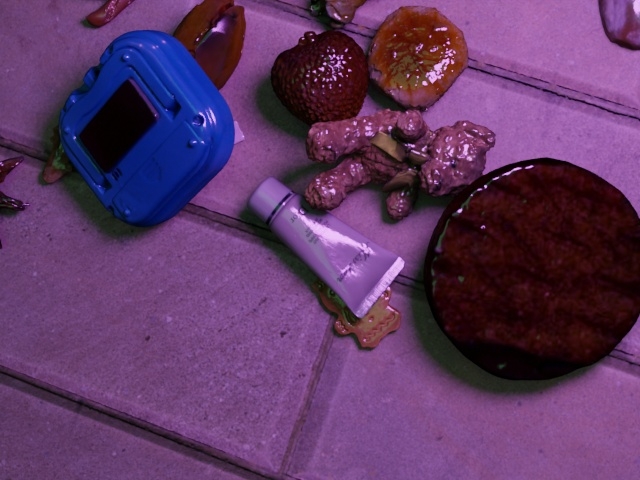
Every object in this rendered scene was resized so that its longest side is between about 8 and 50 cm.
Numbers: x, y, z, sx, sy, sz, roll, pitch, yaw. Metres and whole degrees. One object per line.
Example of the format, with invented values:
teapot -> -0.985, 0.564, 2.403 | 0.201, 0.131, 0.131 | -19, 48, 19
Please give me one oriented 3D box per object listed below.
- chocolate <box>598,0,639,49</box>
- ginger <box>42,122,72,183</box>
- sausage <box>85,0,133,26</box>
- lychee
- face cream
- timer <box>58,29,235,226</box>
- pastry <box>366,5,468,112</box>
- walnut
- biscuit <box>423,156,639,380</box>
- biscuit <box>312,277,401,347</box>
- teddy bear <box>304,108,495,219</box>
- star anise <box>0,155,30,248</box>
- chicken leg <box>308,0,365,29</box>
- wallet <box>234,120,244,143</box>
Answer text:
chocolate -> 0.603, -0.491, 1.415 | 0.157, 0.080, 0.254 | -10, 86, 6
ginger -> -0.531, -0.179, 1.555 | 0.057, 0.044, 0.137 | 16, 96, -22
sausage -> -0.413, -0.492, 1.557 | 0.158, 0.036, 0.042 | -39, 72, 3
lychee -> 0.007, -0.305, 1.429 | 0.194, 0.194, 0.194 | 0, 87, 7
face cream -> 0.000, 0.000, 1.461 | 0.314, 0.089, 0.143 | 39, 78, 4
timer -> -0.340, -0.206, 1.442 | 0.340, 0.115, 0.309 | -39, 84, 29
pastry -> 0.181, -0.352, 1.452 | 0.182, 0.093, 0.192 | 41, 93, 9
walnut -> -0.226, -0.373, 1.483 | 0.137, 0.137, 0.245 | 27, 97, 7
biscuit -> 0.388, 0.054, 1.380 | 0.407, 0.091, 0.407 | -1, 100, -4
biscuit -> 0.075, 0.119, 1.477 | 0.133, 0.027, 0.184 | -29, 85, 6
teddy bear -> 0.141, -0.129, 1.388 | 0.296, 0.246, 0.222 | -27, 47, -30
star anise -> -0.730, -0.101, 1.544 | 0.272, 0.102, 0.272 | -1, 84, 5
chicken leg -> 0.167, -0.536, 1.442 | 0.429, 0.153, 0.201 | -28, 92, 12
wallet -> -0.197, -0.205, 1.530 | 0.083, 0.011, 0.044 | -26, 84, 5
